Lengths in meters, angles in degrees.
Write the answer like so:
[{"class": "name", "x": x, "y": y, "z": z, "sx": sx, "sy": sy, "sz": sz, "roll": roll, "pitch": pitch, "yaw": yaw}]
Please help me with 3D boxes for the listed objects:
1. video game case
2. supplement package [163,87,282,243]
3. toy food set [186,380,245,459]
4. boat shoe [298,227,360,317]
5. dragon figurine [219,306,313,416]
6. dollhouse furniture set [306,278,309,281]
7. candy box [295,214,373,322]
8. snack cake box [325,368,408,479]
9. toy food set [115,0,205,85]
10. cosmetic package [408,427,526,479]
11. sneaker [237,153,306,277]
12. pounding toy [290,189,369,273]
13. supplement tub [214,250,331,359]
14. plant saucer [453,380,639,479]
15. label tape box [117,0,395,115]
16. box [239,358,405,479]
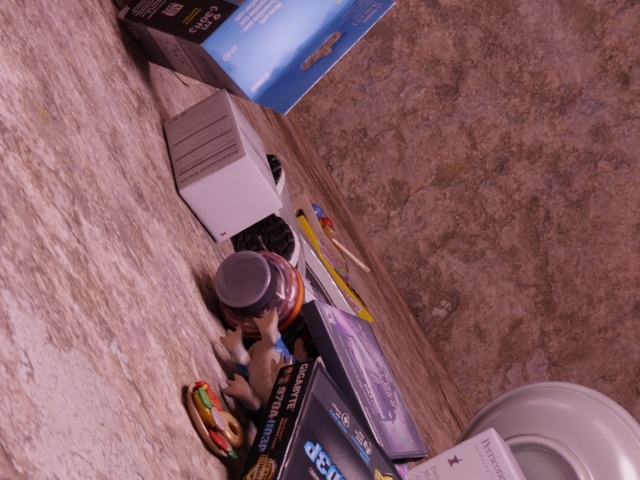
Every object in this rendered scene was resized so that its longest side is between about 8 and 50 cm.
[{"class": "video game case", "x": 0.058, "y": 0.176, "z": 1.528, "sx": 0.196, "sy": 0.026, "sz": 0.274, "roll": 66, "pitch": 11, "yaw": 14}, {"class": "supplement package", "x": -0.133, "y": -0.103, "z": 1.706, "sx": 0.105, "sy": 0.105, "sz": 0.179, "roll": 56, "pitch": 9, "yaw": -38}, {"class": "toy food set", "x": -0.101, "y": 0.170, "z": 1.203, "sx": 0.083, "sy": 0.020, "sz": 0.082, "roll": 61, "pitch": 7, "yaw": -5}, {"class": "boat shoe", "x": -0.026, "y": 0.053, "z": 1.977, "sx": 0.219, "sy": 0.070, "sz": 0.078, "roll": 56, "pitch": 3, "yaw": 4}, {"class": "dragon figurine", "x": -0.038, "y": 0.173, "z": 1.367, "sx": 0.144, "sy": 0.085, "sz": 0.289, "roll": 56, "pitch": 7, "yaw": -33}, {"class": "dollhouse furniture set", "x": -0.032, "y": 0.118, "z": 1.886, "sx": 0.076, "sy": 0.058, "sz": 0.152, "roll": 56, "pitch": -15, "yaw": 23}, {"class": "candy box", "x": 0.021, "y": 0.053, "z": 2.133, "sx": 0.206, "sy": 0.027, "sz": 0.105, "roll": 52, "pitch": 7, "yaw": -44}, {"class": "snack cake box", "x": 0.038, "y": 0.254, "z": 1.576, "sx": 0.152, "sy": 0.089, "sz": 0.264, "roll": 59, "pitch": 8, "yaw": -6}, {"class": "toy food set", "x": -0.264, "y": -0.410, "z": 2.042, "sx": 0.220, "sy": 0.092, "sz": 0.306, "roll": 66, "pitch": 8, "yaw": 32}, {"class": "cosmetic package", "x": 0.230, "y": 0.405, "z": 1.948, "sx": 0.151, "sy": 0.183, "sz": 0.151, "roll": 63, "pitch": 7, "yaw": 25}, {"class": "sneaker", "x": -0.080, "y": -0.021, "z": 1.851, "sx": 0.108, "sy": 0.100, "sz": 0.271, "roll": 65, "pitch": 8, "yaw": -45}, {"class": "pounding toy", "x": 0.000, "y": 0.000, "z": 2.257, "sx": 0.130, "sy": 0.100, "sz": 0.141, "roll": 50, "pitch": 12, "yaw": -54}, {"class": "supplement tub", "x": -0.059, "y": 0.078, "z": 1.527, "sx": 0.106, "sy": 0.106, "sz": 0.198, "roll": 65, "pitch": 9, "yaw": 28}, {"class": "plant saucer", "x": 0.354, "y": 0.423, "z": 2.043, "sx": 0.100, "sy": 0.400, "sz": 0.400, "roll": 17, "pitch": 41, "yaw": -52}, {"class": "label tape box", "x": -0.097, "y": -0.330, "z": 1.792, "sx": 0.333, "sy": 0.240, "sz": 0.106, "roll": 26, "pitch": -23, "yaw": 45}, {"class": "box", "x": 0.009, "y": 0.255, "z": 1.253, "sx": 0.220, "sy": 0.051, "sz": 0.175, "roll": 57, "pitch": 34, "yaw": -29}]
